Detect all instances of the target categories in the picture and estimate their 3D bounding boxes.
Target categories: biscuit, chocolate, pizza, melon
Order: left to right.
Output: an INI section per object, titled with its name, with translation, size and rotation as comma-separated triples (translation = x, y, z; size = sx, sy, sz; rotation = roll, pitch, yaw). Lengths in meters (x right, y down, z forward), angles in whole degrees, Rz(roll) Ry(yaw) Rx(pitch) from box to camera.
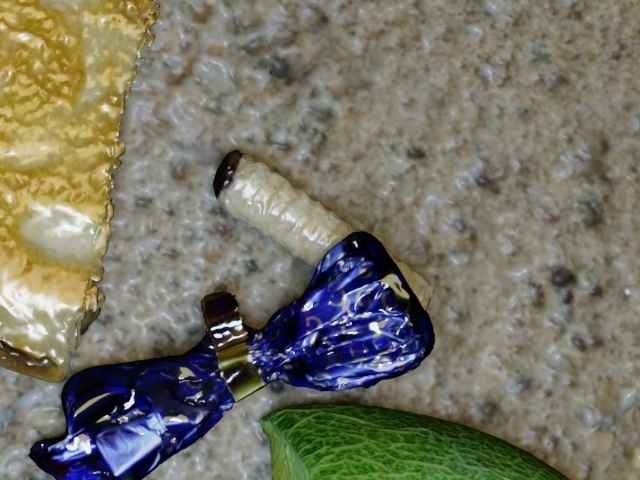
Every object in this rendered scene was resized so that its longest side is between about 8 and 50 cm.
[pizza]
translation = -0.344, -0.126, 1.599
size = 0.392, 0.080, 0.434
rotation = 13, 74, -13
[chocolate]
translation = -0.082, 0.110, 1.592
size = 0.343, 0.126, 0.148
rotation = -24, 60, -4
[biscuit]
translation = 0.000, 0.000, 1.675
size = 0.219, 0.055, 0.061
rotation = 33, 36, -7
[melon]
translation = 0.138, 0.282, 1.599
size = 0.344, 0.331, 0.226
rotation = 1, 115, -23
